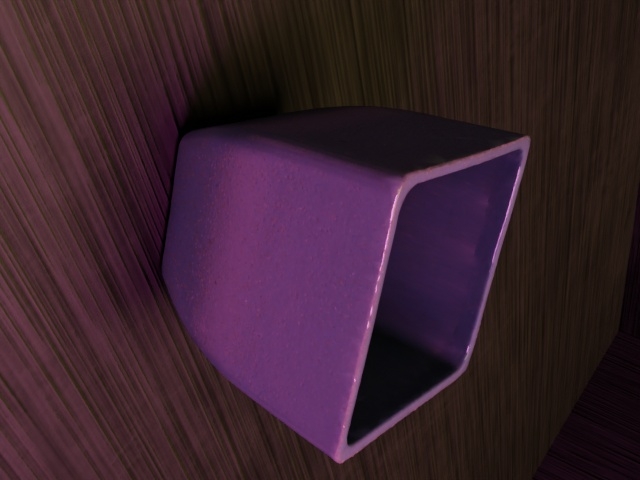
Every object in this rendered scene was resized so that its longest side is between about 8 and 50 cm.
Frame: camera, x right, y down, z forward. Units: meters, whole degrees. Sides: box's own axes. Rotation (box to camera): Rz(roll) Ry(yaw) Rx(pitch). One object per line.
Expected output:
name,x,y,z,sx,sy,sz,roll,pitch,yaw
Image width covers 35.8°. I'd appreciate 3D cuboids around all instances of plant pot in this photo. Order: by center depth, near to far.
plant pot,0.000,0.000,0.890,0.247,0.252,0.248,-22,129,-54
